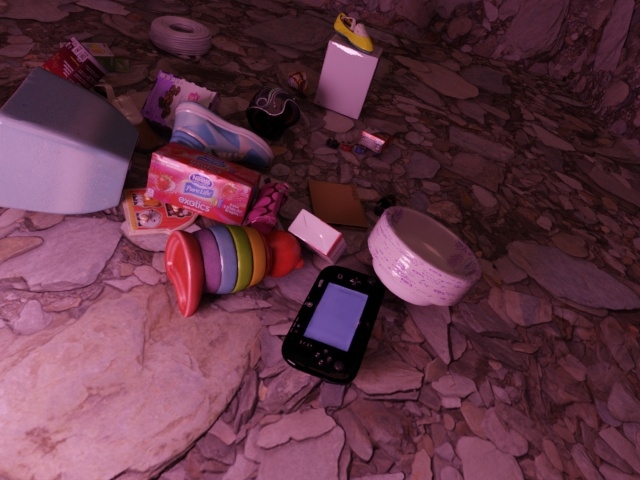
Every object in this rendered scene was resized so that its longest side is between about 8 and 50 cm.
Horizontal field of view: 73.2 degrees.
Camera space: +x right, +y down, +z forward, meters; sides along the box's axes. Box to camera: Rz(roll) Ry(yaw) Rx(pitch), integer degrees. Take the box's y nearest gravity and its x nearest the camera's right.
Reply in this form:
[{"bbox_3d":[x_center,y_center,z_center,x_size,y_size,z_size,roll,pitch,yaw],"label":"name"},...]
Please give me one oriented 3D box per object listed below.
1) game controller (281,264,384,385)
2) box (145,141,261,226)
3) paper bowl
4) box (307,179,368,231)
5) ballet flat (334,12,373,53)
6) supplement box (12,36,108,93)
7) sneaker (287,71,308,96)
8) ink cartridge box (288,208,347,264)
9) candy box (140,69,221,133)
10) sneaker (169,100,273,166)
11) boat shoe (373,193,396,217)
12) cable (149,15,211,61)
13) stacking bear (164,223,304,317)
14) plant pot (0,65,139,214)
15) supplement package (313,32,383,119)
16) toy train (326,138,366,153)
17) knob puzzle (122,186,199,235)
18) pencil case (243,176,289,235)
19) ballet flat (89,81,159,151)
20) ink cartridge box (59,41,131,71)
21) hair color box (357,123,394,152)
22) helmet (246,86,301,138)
[{"bbox_3d":[0.037,0.175,0.971,0.166,0.067,0.319,24,41,5],"label":"game controller"},{"bbox_3d":[-0.299,-0.147,1.119,0.256,0.123,0.128,20,26,-4],"label":"box"},{"bbox_3d":[0.248,0.052,1.096,0.284,0.148,0.284,24,30,-15],"label":"paper bowl"},{"bbox_3d":[0.048,-0.109,1.317,0.164,0.021,0.201,5,43,-16],"label":"box"},{"bbox_3d":[0.130,-0.804,1.655,0.077,0.077,0.231,-15,51,-34],"label":"ballet flat"},{"bbox_3d":[-0.751,-0.458,1.246,0.239,0.073,0.130,-45,64,-3],"label":"supplement box"},{"bbox_3d":[-0.098,-0.665,1.834,0.083,0.070,0.186,1,38,-8],"label":"sneaker"},{"bbox_3d":[0.000,0.000,1.098,0.115,0.198,0.067,33,85,14],"label":"ink cartridge box"},{"bbox_3d":[-0.437,-0.415,1.355,0.196,0.070,0.165,22,84,3],"label":"candy box"},{"bbox_3d":[-0.300,-0.245,1.273,0.319,0.127,0.208,23,65,-27],"label":"sneaker"},{"bbox_3d":[0.211,-0.117,1.375,0.049,0.042,0.133,31,41,16],"label":"boat shoe"},{"bbox_3d":[-0.596,-0.873,1.840,0.257,0.089,0.257,18,41,-2],"label":"cable"},{"bbox_3d":[-0.178,0.041,0.973,0.289,0.164,0.175,-7,48,-34],"label":"stacking bear"},{"bbox_3d":[-0.583,-0.207,1.026,0.252,0.247,0.248,17,39,-24],"label":"plant pot"},{"bbox_3d":[0.112,-0.670,1.764,0.204,0.262,0.145,21,41,2],"label":"supplement package"},{"bbox_3d":[0.097,-0.345,1.586,0.158,0.027,0.036,7,45,-14],"label":"toy train"},{"bbox_3d":[-0.402,-0.089,1.114,0.213,0.030,0.213,11,41,-10],"label":"knob puzzle"},{"bbox_3d":[-0.137,-0.078,1.130,0.098,0.095,0.209,-23,31,19],"label":"pencil case"},{"bbox_3d":[-0.619,-0.395,1.288,0.342,0.124,0.116,36,42,18],"label":"ballet flat"},{"bbox_3d":[-0.804,-0.657,1.547,0.209,0.062,0.109,-15,51,-34],"label":"ink cartridge box"},{"bbox_3d":[0.213,-0.388,1.636,0.093,0.053,0.167,28,31,8],"label":"hair color box"},{"bbox_3d":[-0.160,-0.453,1.502,0.169,0.169,0.162,29,58,11],"label":"helmet"}]
